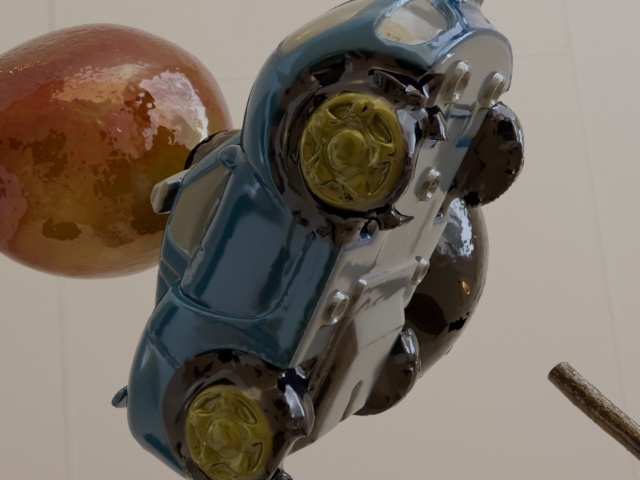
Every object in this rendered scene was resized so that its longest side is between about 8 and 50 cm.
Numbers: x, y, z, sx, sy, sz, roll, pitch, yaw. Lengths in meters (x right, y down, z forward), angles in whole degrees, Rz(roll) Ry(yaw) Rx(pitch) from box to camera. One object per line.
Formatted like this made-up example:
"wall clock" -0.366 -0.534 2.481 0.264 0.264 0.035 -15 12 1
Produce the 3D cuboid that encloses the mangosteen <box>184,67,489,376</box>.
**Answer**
"mangosteen" 0.006 0.010 0.779 0.313 0.297 0.297 39 -101 -34

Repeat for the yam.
"yam" 0.302 0.184 0.856 0.032 0.032 0.145 -40 -129 -8

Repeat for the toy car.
"toy car" -0.007 -0.007 0.472 0.166 0.198 0.314 30 -70 20

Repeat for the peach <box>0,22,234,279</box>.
"peach" -0.260 -0.099 0.928 0.332 0.308 0.308 -22 -100 -46
